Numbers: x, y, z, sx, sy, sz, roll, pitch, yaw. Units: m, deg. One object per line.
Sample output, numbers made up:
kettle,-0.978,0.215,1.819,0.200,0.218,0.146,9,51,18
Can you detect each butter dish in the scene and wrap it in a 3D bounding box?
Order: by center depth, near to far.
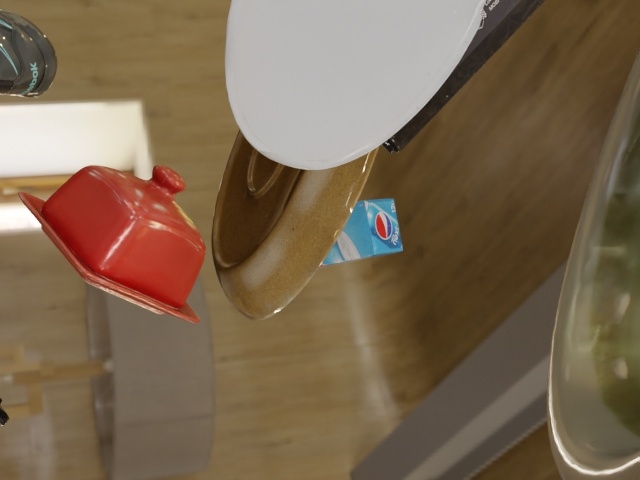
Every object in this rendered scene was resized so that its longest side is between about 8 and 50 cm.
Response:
butter dish,-0.171,-0.017,0.997,0.118,0.160,0.160,-52,-131,5

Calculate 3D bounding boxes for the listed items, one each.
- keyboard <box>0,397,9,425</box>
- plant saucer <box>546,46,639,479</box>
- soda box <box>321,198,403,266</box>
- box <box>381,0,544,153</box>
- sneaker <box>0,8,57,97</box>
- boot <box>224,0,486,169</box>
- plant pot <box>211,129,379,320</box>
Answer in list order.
keyboard,-0.204,0.011,0.483,0.100,0.038,0.192,33,-19,34
plant saucer,0.206,-0.075,0.402,0.400,0.100,0.401,22,90,-87
soda box,0.000,0.000,1.398,0.210,0.067,0.071,-13,-94,38
box,0.066,-0.285,1.004,0.295,0.293,0.073,-45,-158,5
sneaker,-0.399,-0.237,1.104,0.101,0.267,0.106,-59,177,26
boot,0.040,-0.156,0.440,0.123,0.095,0.258,-77,-168,-75
plant pot,-0.022,-0.061,0.740,0.236,0.032,0.236,-50,-152,40
